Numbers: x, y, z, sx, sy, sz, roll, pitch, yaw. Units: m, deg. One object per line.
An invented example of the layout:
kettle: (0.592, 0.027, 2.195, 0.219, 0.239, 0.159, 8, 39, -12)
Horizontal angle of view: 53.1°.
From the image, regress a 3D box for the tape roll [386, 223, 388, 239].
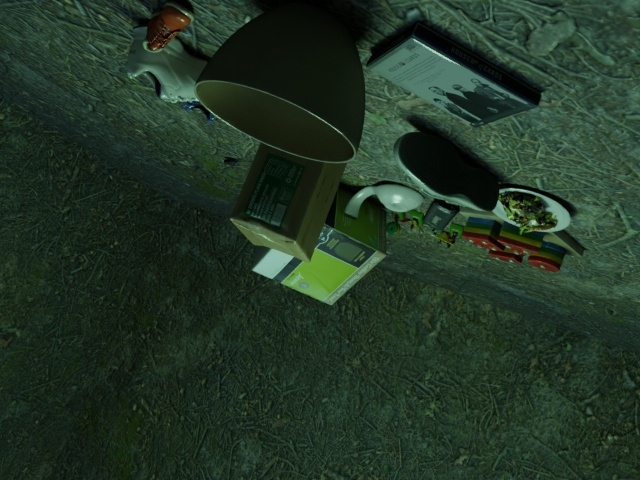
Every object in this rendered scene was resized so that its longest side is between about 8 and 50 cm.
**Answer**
tape roll: (0.124, -0.049, 2.481, 0.286, 0.100, 0.286, 21, 173, 3)

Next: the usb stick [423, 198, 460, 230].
usb stick: (0.353, -0.078, 1.881, 0.077, 0.045, 0.278, 21, 172, 5)

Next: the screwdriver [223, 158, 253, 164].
screwdriver: (-0.287, -0.280, 2.298, 0.170, 0.024, 0.025, 9, 165, 38)

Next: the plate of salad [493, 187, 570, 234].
plate of salad: (0.491, -0.063, 1.526, 0.200, 0.048, 0.200, 23, 163, 7)

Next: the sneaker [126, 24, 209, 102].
sneaker: (-0.301, -0.355, 1.431, 0.297, 0.129, 0.111, 25, 170, -32)

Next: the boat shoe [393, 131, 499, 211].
boat shoe: (0.268, -0.144, 1.419, 0.320, 0.118, 0.103, 19, 171, -36)

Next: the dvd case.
dvd case: (0.213, -0.264, 1.056, 0.239, 0.029, 0.179, 24, 172, -17)

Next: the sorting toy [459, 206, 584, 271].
sorting toy: (0.544, 0.003, 1.763, 0.257, 0.089, 0.255, 28, 169, -40)

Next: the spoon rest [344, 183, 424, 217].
spoon rest: (0.189, -0.128, 1.928, 0.137, 0.084, 0.276, 26, 158, -37)

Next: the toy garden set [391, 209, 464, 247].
toy garden set: (0.350, -0.039, 2.132, 0.244, 0.049, 0.204, 19, 172, 15)

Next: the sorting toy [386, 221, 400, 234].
sorting toy: (0.163, -0.044, 2.271, 0.274, 0.132, 0.046, 26, -157, 36)

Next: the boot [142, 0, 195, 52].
boot: (-0.296, -0.407, 1.236, 0.059, 0.084, 0.158, 28, 168, -32)

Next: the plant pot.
plant pot: (-0.040, -0.275, 1.061, 0.284, 0.191, 0.284, 21, 173, 3)

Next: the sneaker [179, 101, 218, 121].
sneaker: (-0.326, -0.366, 1.572, 0.221, 0.087, 0.083, 25, 171, -25)

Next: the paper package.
paper package: (-0.063, -0.139, 1.562, 0.168, 0.324, 0.309, 20, 171, 9)

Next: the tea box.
tea box: (0.000, 0.000, 2.138, 0.323, 0.220, 0.329, 27, 132, -20)
